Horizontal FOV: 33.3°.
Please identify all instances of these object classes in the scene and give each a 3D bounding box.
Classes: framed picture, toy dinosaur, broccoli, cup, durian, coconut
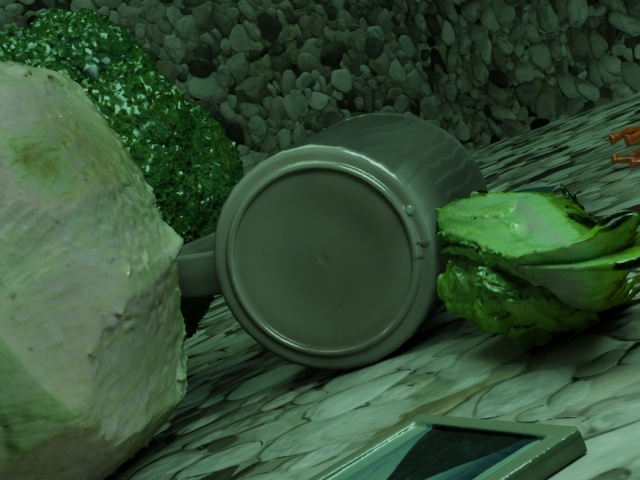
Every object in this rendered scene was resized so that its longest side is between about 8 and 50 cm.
[{"bbox_3d":[0.013,0.140,0.535,0.203,0.015,0.150,-25,5,-26],"label":"framed picture"},{"bbox_3d":[0.453,-0.135,1.488,0.102,0.055,0.279,-13,3,2],"label":"toy dinosaur"},{"bbox_3d":[-0.266,-0.038,1.153,0.310,0.413,0.321,-12,14,32],"label":"broccoli"},{"bbox_3d":[0.005,-0.018,1.033,0.288,0.208,0.273,16,16,11],"label":"cup"},{"bbox_3d":[0.151,0.015,0.768,0.132,0.106,0.375,-25,5,-6],"label":"durian"},{"bbox_3d":[-0.317,0.061,0.836,0.405,0.404,0.404,-23,4,2],"label":"coconut"}]

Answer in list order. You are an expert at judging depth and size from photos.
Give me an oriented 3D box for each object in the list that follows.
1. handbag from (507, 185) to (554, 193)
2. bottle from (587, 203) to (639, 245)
[{"bbox_3d":[0.190,-0.010,1.291,0.144,0.057,0.221,-14,8,37],"label":"handbag"},{"bbox_3d":[0.252,-0.005,0.905,0.101,0.063,0.047,-22,-25,-33],"label":"bottle"}]
